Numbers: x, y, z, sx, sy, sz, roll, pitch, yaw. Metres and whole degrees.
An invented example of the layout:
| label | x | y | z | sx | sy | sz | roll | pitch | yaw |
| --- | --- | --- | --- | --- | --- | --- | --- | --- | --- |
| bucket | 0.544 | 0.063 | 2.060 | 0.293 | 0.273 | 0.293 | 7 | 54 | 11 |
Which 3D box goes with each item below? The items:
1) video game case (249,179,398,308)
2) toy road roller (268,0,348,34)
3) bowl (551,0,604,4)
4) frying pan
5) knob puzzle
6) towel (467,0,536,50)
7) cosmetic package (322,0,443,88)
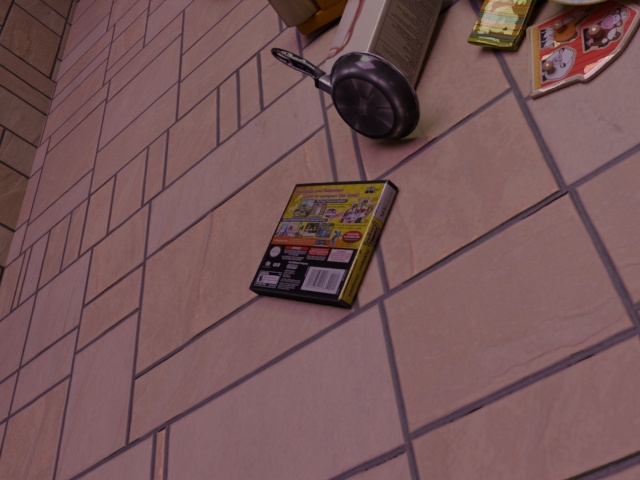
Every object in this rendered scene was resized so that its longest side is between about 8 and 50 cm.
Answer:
| label | x | y | z | sx | sy | sz | roll | pitch | yaw |
| --- | --- | --- | --- | --- | --- | --- | --- | --- | --- |
| video game case | 0.000 | 0.000 | 1.365 | 0.275 | 0.035 | 0.248 | 3 | 64 | 49 |
| toy road roller | 0.023 | -0.696 | 1.766 | 0.329 | 0.202 | 0.241 | -21 | 35 | 29 |
| bowl | 0.445 | -0.536 | 1.176 | 0.289 | 0.289 | 0.156 | -32 | -2 | 27 |
| frying pan | 0.044 | -0.303 | 1.337 | 0.053 | 0.326 | 0.197 | -51 | -1 | -30 |
| knob puzzle | 0.429 | -0.338 | 1.170 | 0.213 | 0.030 | 0.213 | -28 | 43 | 30 |
| towel | 0.355 | -0.465 | 1.303 | 0.102 | 0.021 | 0.237 | 21 | 89 | 37 |
| cosmetic package | 0.132 | -0.428 | 1.444 | 0.129 | 0.153 | 0.296 | 3 | 68 | 48 |
